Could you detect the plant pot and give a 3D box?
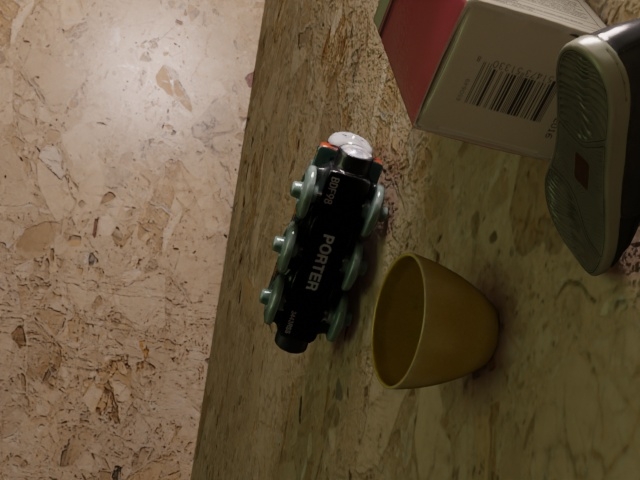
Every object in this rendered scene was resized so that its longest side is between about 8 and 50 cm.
[{"bbox_3d":[0.119,0.085,0.838,0.134,0.095,0.134,-170,90,-75],"label":"plant pot"}]

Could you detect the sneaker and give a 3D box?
[{"bbox_3d":[0.233,-0.064,0.601,0.222,0.118,0.083,76,168,-51],"label":"sneaker"}]

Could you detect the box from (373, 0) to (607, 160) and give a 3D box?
[{"bbox_3d":[0.153,-0.199,0.804,0.232,0.149,0.126,-99,25,-52],"label":"box"}]

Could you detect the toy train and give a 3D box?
[{"bbox_3d":[0.000,0.000,1.253,0.190,0.142,0.333,-92,18,-66],"label":"toy train"}]
